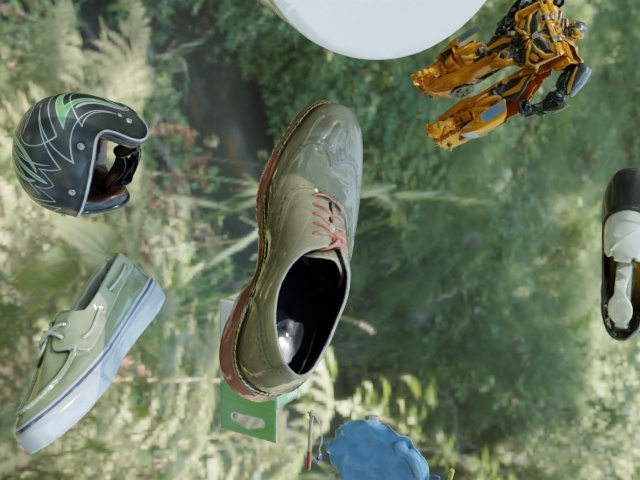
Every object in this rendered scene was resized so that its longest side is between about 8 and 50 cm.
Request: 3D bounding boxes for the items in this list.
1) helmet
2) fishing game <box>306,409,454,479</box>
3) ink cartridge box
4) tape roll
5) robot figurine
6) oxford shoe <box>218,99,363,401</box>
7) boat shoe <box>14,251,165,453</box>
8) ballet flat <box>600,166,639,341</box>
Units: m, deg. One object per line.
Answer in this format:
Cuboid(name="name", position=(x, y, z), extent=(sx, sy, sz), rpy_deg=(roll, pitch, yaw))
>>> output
Cuboid(name="helmet", position=(-0.321, -0.112, 1.272), extent=(0.161, 0.169, 0.169), rpy_deg=(-15, 99, -45))
Cuboid(name="fishing game", position=(0.097, 0.366, 1.624), extent=(0.041, 0.264, 0.189), rpy_deg=(-46, 145, -50))
Cuboid(name="ink cartridge box", position=(-0.092, 0.188, 1.470), extent=(0.062, 0.109, 0.209), rpy_deg=(-20, 115, -58))
Cuboid(name="tape roll", position=(0.031, -0.300, 0.866), extent=(0.169, 0.246, 0.246), rpy_deg=(-130, -160, -59))
Cuboid(name="robot figurine", position=(0.291, -0.273, 1.566), extent=(0.085, 0.291, 0.211), rpy_deg=(14, 55, -48))
Cuboid(name="oxford shoe", position=(0.000, 0.000, 1.032), extent=(0.123, 0.130, 0.348), rpy_deg=(21, 69, -25))
Cuboid(name="boat shoe", position=(-0.295, 0.129, 1.190), extent=(0.094, 0.109, 0.302), rpy_deg=(49, 34, -16))
Cuboid(name="ballet flat", position=(0.467, 0.032, 1.468), extent=(0.096, 0.095, 0.280), rpy_deg=(-49, 138, -54))
